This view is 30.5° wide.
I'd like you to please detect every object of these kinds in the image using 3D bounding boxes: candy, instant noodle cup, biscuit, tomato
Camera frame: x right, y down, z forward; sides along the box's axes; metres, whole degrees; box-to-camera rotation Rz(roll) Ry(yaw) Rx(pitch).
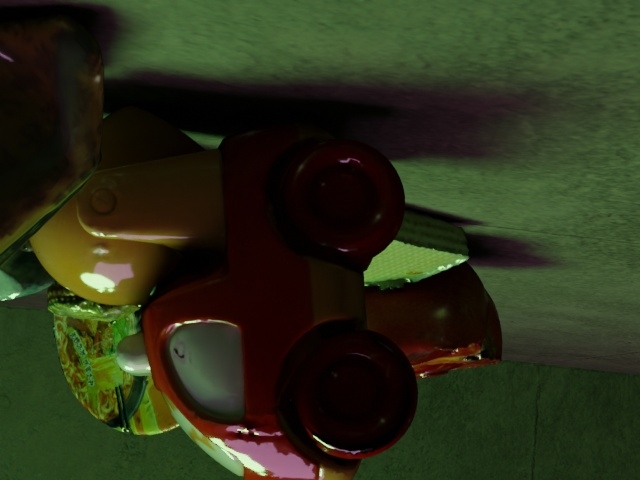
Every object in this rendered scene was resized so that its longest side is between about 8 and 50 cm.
[{"bbox_3d":[-0.218,-0.003,0.621,0.101,0.271,0.143,42,168,-8],"label":"candy"},{"bbox_3d":[-0.134,0.075,1.215,0.230,0.230,0.182,1,-179,31],"label":"instant noodle cup"},{"bbox_3d":[0.000,0.000,1.051,0.249,0.046,0.147,13,155,-35],"label":"biscuit"},{"bbox_3d":[0.082,0.070,1.228,0.200,0.140,0.233,-6,166,15],"label":"tomato"}]

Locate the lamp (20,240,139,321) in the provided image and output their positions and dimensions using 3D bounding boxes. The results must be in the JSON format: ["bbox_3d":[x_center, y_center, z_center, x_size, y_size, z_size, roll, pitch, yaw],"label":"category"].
[{"bbox_3d":[-0.174,-0.005,0.914,0.156,0.135,0.157,11,171,-20],"label":"lamp"}]

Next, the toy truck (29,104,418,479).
[{"bbox_3d":[-0.068,0.039,0.765,0.239,0.265,0.189,-4,171,-5],"label":"toy truck"}]

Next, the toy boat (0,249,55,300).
[{"bbox_3d":[-0.280,-0.035,0.846,0.207,0.134,0.079,13,-151,9],"label":"toy boat"}]
